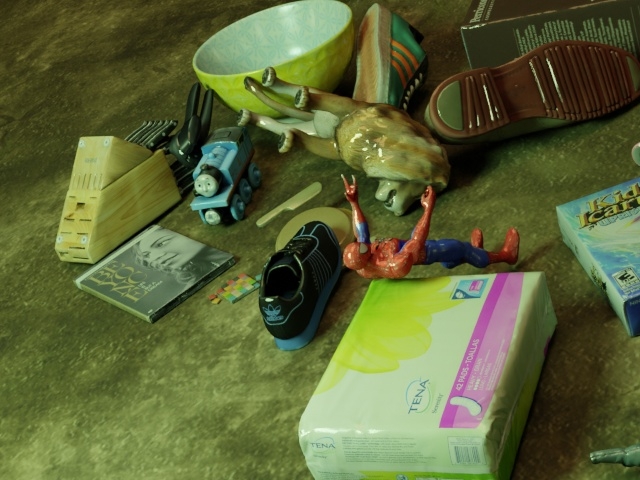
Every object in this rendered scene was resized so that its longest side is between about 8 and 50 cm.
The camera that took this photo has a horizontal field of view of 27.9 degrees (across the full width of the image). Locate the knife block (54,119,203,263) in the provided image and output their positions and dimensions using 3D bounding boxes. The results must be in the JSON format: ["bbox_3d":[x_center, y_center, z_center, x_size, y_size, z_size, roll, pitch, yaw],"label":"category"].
[{"bbox_3d":[-0.292,-0.075,2.117,0.088,0.242,0.276,3,77,43],"label":"knife block"}]

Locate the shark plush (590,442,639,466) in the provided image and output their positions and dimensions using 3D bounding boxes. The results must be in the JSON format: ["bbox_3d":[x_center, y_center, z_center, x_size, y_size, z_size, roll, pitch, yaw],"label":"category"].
[{"bbox_3d":[0.349,0.194,1.273,0.161,0.067,0.073,-6,32,23],"label":"shark plush"}]

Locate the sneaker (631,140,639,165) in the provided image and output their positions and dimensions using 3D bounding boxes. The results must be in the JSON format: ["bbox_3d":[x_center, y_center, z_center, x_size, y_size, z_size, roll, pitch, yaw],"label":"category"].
[{"bbox_3d":[0.491,-0.134,1.773,0.119,0.047,0.057,-4,21,24],"label":"sneaker"}]

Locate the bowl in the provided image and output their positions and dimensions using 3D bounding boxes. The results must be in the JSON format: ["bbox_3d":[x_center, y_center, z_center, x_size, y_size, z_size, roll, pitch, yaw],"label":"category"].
[{"bbox_3d":[-0.062,-0.289,2.250,0.289,0.156,0.289,-15,29,9],"label":"bowl"}]

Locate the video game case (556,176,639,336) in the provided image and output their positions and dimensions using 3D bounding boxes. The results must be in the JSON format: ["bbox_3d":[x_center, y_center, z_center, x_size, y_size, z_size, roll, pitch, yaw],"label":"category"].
[{"bbox_3d":[0.453,-0.012,1.567,0.269,0.061,0.244,-20,28,0],"label":"video game case"}]

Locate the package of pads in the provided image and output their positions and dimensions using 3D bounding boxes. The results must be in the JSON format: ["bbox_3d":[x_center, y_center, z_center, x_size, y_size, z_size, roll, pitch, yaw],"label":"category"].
[{"bbox_3d":[0.122,0.153,1.449,0.229,0.101,0.296,-4,32,25],"label":"package of pads"}]

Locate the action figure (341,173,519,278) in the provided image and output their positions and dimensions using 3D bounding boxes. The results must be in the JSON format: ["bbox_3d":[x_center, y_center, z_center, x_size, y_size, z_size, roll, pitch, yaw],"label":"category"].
[{"bbox_3d":[0.126,-0.022,1.582,0.091,0.139,0.280,-4,3,45],"label":"action figure"}]

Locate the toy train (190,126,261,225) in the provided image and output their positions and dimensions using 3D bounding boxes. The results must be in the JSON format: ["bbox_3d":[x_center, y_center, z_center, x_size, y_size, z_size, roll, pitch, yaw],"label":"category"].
[{"bbox_3d":[-0.154,-0.101,2.042,0.080,0.105,0.184,-8,31,21],"label":"toy train"}]

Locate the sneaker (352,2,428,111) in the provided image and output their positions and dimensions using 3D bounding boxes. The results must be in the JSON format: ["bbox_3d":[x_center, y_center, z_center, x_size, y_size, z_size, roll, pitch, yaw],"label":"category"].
[{"bbox_3d":[0.127,-0.269,2.151,0.108,0.121,0.302,-50,27,46],"label":"sneaker"}]

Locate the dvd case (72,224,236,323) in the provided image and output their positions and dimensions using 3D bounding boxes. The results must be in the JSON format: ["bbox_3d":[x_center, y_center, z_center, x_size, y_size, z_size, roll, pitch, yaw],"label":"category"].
[{"bbox_3d":[-0.253,0.046,1.944,0.164,0.018,0.221,-37,33,-27],"label":"dvd case"}]

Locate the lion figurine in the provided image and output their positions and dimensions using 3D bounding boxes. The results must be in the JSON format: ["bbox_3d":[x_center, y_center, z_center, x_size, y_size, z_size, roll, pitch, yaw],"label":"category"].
[{"bbox_3d":[0.033,-0.174,1.974,0.240,0.142,0.392,11,19,-24],"label":"lion figurine"}]

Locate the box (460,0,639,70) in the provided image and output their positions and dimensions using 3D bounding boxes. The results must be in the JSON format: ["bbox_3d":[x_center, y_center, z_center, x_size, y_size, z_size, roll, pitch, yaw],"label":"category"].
[{"bbox_3d":[0.437,-0.359,2.086,0.381,0.143,0.191,-8,31,23],"label":"box"}]

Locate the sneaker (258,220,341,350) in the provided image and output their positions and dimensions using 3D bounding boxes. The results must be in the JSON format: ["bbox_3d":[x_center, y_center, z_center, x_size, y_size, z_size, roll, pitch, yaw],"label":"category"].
[{"bbox_3d":[-0.029,0.037,1.724,0.081,0.090,0.232,-9,38,18],"label":"sneaker"}]

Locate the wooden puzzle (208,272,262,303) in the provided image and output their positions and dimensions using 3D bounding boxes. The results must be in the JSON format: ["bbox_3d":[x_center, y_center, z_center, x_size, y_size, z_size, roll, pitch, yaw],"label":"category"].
[{"bbox_3d":[-0.118,0.068,1.835,0.083,0.006,0.049,-32,31,-21],"label":"wooden puzzle"}]

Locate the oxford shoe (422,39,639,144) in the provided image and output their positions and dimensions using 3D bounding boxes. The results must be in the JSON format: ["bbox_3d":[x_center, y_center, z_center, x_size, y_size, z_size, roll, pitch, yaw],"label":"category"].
[{"bbox_3d":[0.314,-0.218,1.944,0.348,0.123,0.130,-10,-9,-12],"label":"oxford shoe"}]

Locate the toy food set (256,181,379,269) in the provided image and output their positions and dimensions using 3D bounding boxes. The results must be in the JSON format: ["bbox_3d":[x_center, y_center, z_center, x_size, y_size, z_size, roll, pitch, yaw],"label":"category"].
[{"bbox_3d":[0.000,0.000,1.857,0.132,0.038,0.192,-32,42,-11],"label":"toy food set"}]

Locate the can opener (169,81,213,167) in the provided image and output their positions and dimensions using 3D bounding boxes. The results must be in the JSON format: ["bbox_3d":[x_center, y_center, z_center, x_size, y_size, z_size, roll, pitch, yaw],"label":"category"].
[{"bbox_3d":[-0.201,-0.190,2.107,0.073,0.059,0.186,-36,28,33],"label":"can opener"}]
